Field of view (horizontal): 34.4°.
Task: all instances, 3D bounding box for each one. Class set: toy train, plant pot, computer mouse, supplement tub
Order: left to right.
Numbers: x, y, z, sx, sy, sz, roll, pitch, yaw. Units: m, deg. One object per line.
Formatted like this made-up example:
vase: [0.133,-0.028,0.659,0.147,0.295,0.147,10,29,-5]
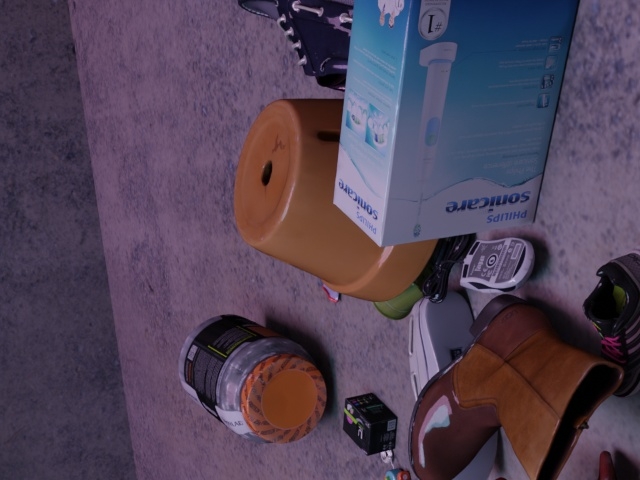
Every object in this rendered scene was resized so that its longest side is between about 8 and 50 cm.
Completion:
supplement tub: [-0.125,0.254,1.895,0.316,0.193,0.194,15,111,63]
plant pot: [0.012,-0.073,1.409,0.291,0.203,0.291,-33,52,56]
toy train: [0.097,0.418,1.653,0.125,0.046,0.166,45,137,51]
plant pot: [0.123,0.062,1.465,0.079,0.083,0.083,-31,69,50]
computer mouse: [0.207,0.035,1.291,0.193,0.042,0.106,4,66,61]

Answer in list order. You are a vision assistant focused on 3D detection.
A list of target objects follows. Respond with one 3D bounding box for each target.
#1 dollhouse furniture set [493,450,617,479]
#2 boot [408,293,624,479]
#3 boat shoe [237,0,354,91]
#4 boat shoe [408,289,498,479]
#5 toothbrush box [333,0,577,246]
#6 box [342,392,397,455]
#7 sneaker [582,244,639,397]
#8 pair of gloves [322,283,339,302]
dollhouse furniture set: [0.292,0.271,1.011,0.152,0.201,0.374,68,165,-13]
boot: [0.210,0.210,1.152,0.264,0.096,0.280,-54,17,6]
boat shoe: [-0.016,-0.298,1.451,0.340,0.127,0.158,13,86,45]
boat shoe: [0.166,0.203,1.391,0.088,0.096,0.268,148,112,-67]
toothbrush box: [0.148,-0.158,1.175,0.126,0.216,0.296,45,138,52]
box: [0.078,0.292,1.647,0.083,0.052,0.062,37,130,54]
sneaker: [0.308,0.089,1.079,0.063,0.074,0.170,40,132,54]
pair of gloves: [0.000,0.000,1.754,0.198,0.023,0.159,50,140,47]
